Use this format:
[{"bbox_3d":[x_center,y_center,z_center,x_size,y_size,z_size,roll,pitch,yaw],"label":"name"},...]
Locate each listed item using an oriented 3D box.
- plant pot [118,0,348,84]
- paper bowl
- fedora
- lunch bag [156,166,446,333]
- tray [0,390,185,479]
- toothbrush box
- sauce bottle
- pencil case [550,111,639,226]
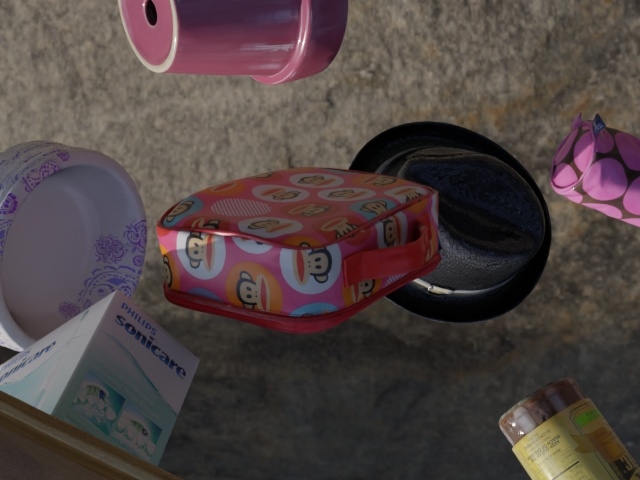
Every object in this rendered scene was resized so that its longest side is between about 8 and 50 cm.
[{"bbox_3d":[-0.099,-0.251,1.008,0.180,0.201,0.201,-18,155,-32],"label":"plant pot"},{"bbox_3d":[-0.381,0.007,1.334,0.148,0.284,0.284,14,152,30],"label":"paper bowl"},{"bbox_3d":[0.200,-0.040,1.415,0.334,0.334,0.152,9,167,-12],"label":"fedora"},{"bbox_3d":[0.000,0.000,1.060,0.258,0.293,0.120,9,110,34],"label":"lunch bag"},{"bbox_3d":[-0.206,0.237,0.694,0.410,0.203,0.076,25,154,3],"label":"tray"},{"bbox_3d":[-0.268,0.219,0.955,0.216,0.296,0.126,-31,117,31],"label":"toothbrush box"},{"bbox_3d":[0.336,0.318,1.092,0.111,0.344,0.111,-29,159,-12],"label":"sauce bottle"},{"bbox_3d":[0.369,-0.067,1.112,0.209,0.098,0.095,21,141,-16],"label":"pencil case"}]
